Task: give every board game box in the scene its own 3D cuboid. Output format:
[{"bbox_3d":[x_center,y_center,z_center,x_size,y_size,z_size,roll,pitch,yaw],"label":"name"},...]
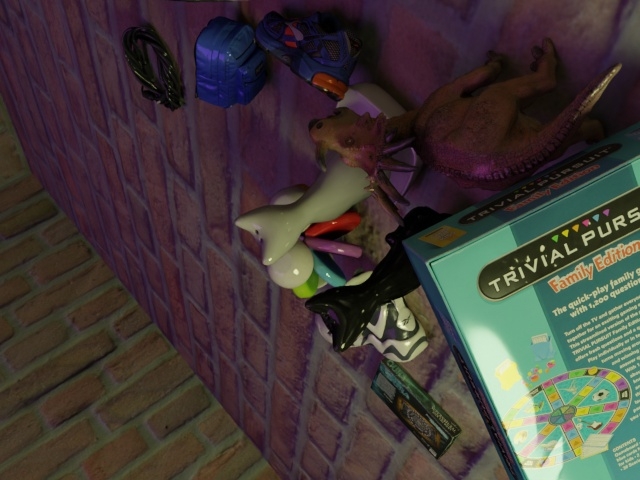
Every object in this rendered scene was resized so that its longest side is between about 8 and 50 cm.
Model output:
[{"bbox_3d":[0.258,0.096,0.626,0.336,0.254,0.079,64,178,-15],"label":"board game box"},{"bbox_3d":[0.172,0.308,1.289,0.186,0.026,0.126,46,152,22],"label":"board game box"}]

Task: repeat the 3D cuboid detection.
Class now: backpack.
[{"bbox_3d":[-0.135,-0.276,1.069,0.101,0.098,0.120,16,142,11],"label":"backpack"}]

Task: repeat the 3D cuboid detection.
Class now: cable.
[{"bbox_3d":[-0.335,-0.340,1.392,0.150,0.047,0.184,42,151,26],"label":"cable"}]

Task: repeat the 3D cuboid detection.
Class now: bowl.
[{"bbox_3d":[0.081,-0.129,0.908,0.142,0.053,0.142,49,154,16],"label":"bowl"}]

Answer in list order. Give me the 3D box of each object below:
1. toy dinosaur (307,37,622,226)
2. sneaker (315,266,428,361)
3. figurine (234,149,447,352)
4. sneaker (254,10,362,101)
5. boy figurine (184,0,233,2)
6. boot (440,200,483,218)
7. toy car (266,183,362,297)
[{"bbox_3d":[0.140,-0.092,0.677,0.296,0.200,0.127,10,129,56],"label":"toy dinosaur"},{"bbox_3d":[0.063,0.104,1.165,0.235,0.094,0.153,17,133,53],"label":"sneaker"},{"bbox_3d":[0.030,-0.001,0.845,0.215,0.209,0.092,48,153,11],"label":"figurine"},{"bbox_3d":[-0.010,-0.255,0.905,0.083,0.087,0.221,25,-164,-43],"label":"sneaker"},{"bbox_3d":[-0.158,-0.441,0.859,0.092,0.177,0.285,11,108,26],"label":"boy figurine"},{"bbox_3d":[0.193,-0.014,0.856,0.121,0.045,0.099,39,153,17],"label":"boot"},{"bbox_3d":[0.000,0.000,1.097,0.136,0.159,0.182,0,84,20],"label":"toy car"}]
